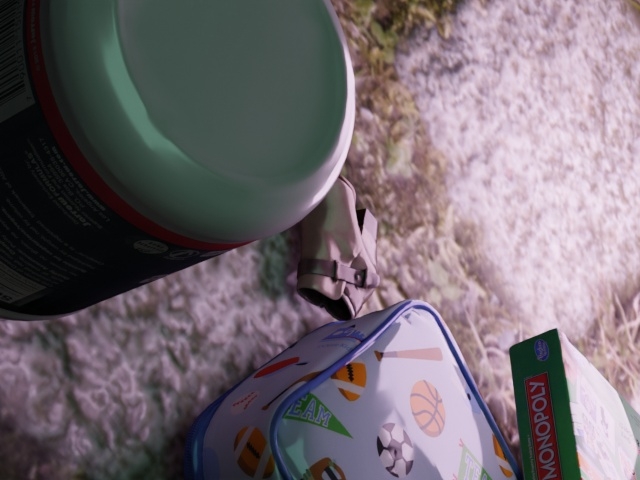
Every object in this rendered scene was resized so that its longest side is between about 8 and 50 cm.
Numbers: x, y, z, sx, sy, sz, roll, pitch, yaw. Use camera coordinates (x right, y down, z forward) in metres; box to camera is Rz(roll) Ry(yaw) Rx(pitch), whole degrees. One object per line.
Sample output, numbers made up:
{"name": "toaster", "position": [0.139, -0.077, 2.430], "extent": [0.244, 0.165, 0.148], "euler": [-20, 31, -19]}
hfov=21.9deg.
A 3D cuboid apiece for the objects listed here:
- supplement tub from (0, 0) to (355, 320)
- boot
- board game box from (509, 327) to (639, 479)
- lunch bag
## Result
{"name": "supplement tub", "position": [-0.132, -0.063, 0.915], "extent": [0.191, 0.272, 0.191], "euler": [17, 64, -39]}
{"name": "boot", "position": [0.000, 0.000, 1.186], "extent": [0.118, 0.042, 0.087], "euler": [37, 55, -28]}
{"name": "board game box", "position": [0.246, 0.233, 1.248], "extent": [0.317, 0.046, 0.213], "euler": [44, 33, -40]}
{"name": "lunch bag", "position": [0.056, 0.204, 1.116], "extent": [0.243, 0.115, 0.303], "euler": [-34, 101, -50]}
